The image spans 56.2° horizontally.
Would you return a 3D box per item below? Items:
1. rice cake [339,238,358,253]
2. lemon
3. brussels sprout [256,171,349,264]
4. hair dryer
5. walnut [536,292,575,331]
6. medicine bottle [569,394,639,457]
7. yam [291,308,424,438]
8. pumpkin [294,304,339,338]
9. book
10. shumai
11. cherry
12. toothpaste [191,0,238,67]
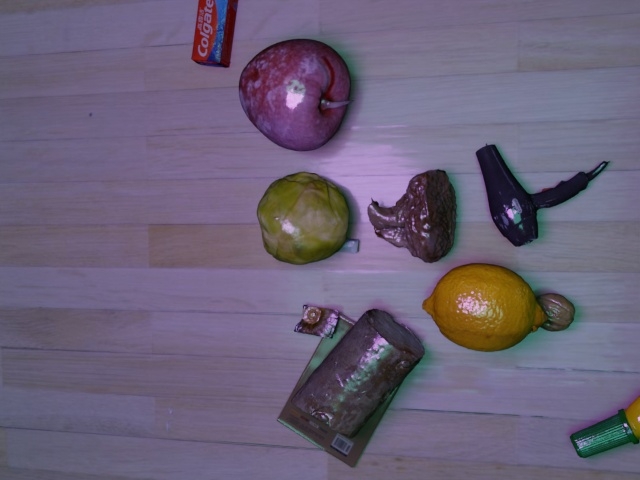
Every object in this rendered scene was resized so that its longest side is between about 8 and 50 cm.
[{"bbox_3d":[0.000,0.000,1.407,0.180,0.030,0.042,7,99,11],"label":"rice cake"},{"bbox_3d":[0.345,0.141,1.266,0.257,0.188,0.188,4,94,12],"label":"lemon"},{"bbox_3d":[-0.036,-0.049,1.327,0.224,0.161,0.223,-1,67,3],"label":"brussels sprout"},{"bbox_3d":[0.485,-0.130,1.296,0.272,0.091,0.235,-19,79,0],"label":"hair dryer"},{"bbox_3d":[0.499,0.155,1.290,0.092,0.092,0.092,1,93,12],"label":"walnut"},{"bbox_3d":[0.683,0.380,1.266,0.309,0.076,0.111,-27,85,11],"label":"medicine bottle"},{"bbox_3d":[0.078,0.305,1.325,0.168,0.168,0.304,40,98,7],"label":"yam"},{"bbox_3d":[-0.005,0.193,1.412,0.101,0.035,0.073,11,76,24],"label":"pumpkin"},{"bbox_3d":[0.058,0.354,1.421,0.217,0.021,0.310,30,98,9],"label":"book"},{"bbox_3d":[0.200,-0.057,1.318,0.176,0.166,0.205,5,93,34],"label":"shumai"},{"bbox_3d":[-0.044,-0.315,1.311,0.286,0.213,0.235,14,73,29],"label":"cherry"},{"bbox_3d":[-0.238,-0.575,1.408,0.077,0.066,0.320,9,94,11],"label":"toothpaste"}]
